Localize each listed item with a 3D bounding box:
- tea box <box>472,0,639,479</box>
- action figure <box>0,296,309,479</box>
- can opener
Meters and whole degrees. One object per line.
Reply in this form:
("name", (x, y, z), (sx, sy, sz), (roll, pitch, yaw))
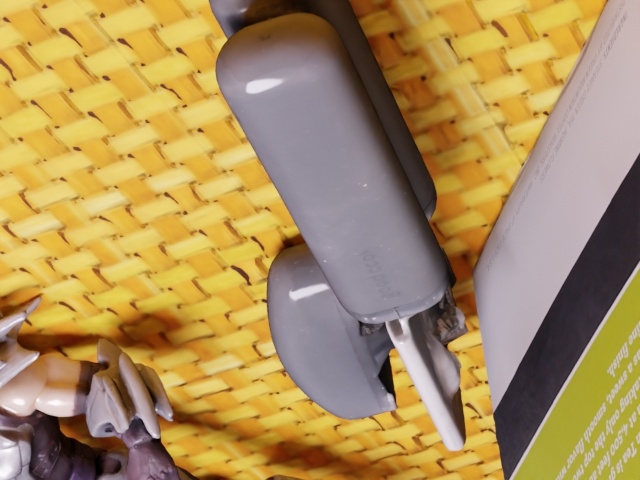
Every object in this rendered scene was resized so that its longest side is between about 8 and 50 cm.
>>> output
("tea box", (0.259, 0.087, 0.724), (0.329, 0.324, 0.220), (3, 144, -14))
("action figure", (-0.105, 0.123, 0.915), (0.285, 0.099, 0.185), (25, 138, -34))
("can opener", (0.000, 0.000, 0.773), (0.095, 0.076, 0.283), (-15, 143, 11))
